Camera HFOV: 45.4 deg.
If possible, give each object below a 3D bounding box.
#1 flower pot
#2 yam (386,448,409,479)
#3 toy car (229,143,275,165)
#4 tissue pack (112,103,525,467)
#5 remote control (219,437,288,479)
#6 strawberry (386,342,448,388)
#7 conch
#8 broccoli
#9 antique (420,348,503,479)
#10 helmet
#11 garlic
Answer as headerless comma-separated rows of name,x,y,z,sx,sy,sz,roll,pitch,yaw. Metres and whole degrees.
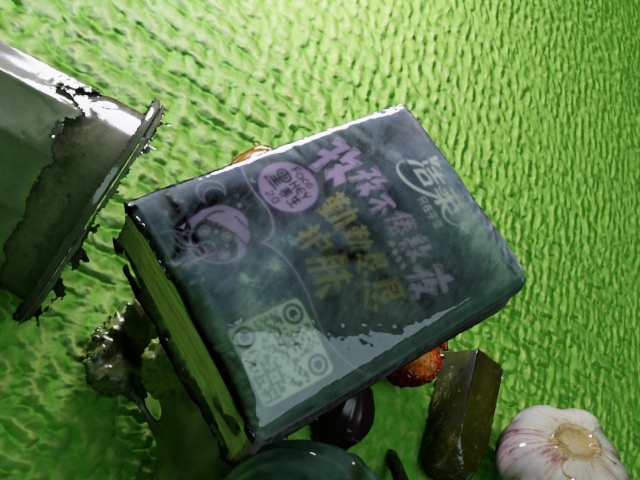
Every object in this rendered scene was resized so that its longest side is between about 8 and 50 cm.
flower pot,-0.330,-0.090,0.779,0.259,0.290,0.290,35,57,-18
yam,0.126,0.368,1.164,0.027,0.129,0.033,-43,114,8
toy car,0.000,0.000,1.070,0.340,0.240,0.271,26,89,-61
tissue pack,0.010,0.024,0.779,0.361,0.122,0.259,-25,76,-32
remote control,-0.101,0.291,0.947,0.050,0.145,0.344,17,67,-42
strawberry,0.134,0.166,1.225,0.145,0.086,0.145,10,77,-45
conch,-0.024,0.314,0.782,0.220,0.195,0.277,-50,151,-6
broccoli,-0.161,0.158,0.858,0.254,0.186,0.302,41,87,18
antique,0.237,0.299,1.287,0.081,0.080,0.221,36,57,-31
helmet,0.040,0.256,1.130,0.098,0.070,0.123,20,65,-37
garlic,0.416,0.436,1.358,0.245,0.245,0.253,-28,138,-42
